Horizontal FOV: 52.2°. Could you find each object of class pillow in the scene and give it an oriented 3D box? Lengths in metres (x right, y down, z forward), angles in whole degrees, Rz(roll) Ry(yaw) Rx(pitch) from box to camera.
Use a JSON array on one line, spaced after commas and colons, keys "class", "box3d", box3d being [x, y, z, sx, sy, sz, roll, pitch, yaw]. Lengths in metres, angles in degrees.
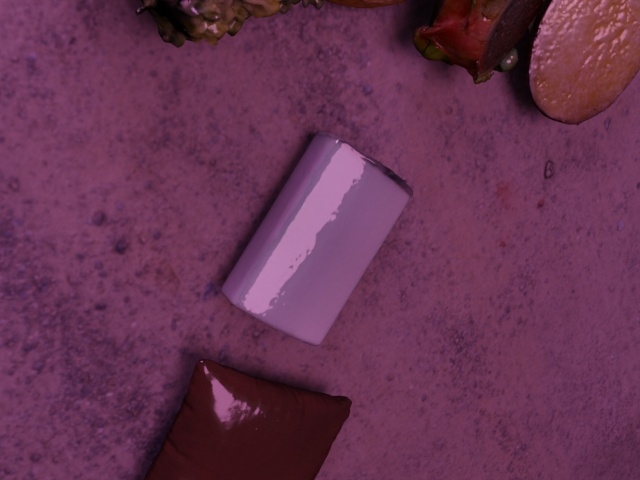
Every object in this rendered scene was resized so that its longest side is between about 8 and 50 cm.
[{"class": "pillow", "box3d": [-0.129, 0.354, 1.036, 0.305, 0.108, 0.307, 24, 94, -34]}]

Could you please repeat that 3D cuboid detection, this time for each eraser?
[{"class": "eraser", "box3d": [0.000, 0.000, 0.991, 0.189, 0.104, 0.290, 33, 89, -40]}]

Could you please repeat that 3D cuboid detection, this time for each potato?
[{"class": "potato", "box3d": [0.448, -0.360, 1.132, 0.239, 0.116, 0.299, 10, 113, -28]}]

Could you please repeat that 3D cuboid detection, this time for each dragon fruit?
[{"class": "dragon fruit", "box3d": [0.261, -0.362, 0.961, 0.268, 0.130, 0.295, -46, 163, -18]}]

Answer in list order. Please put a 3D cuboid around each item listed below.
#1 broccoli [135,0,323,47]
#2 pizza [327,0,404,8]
[{"class": "broccoli", "box3d": [-0.086, -0.342, 0.679, 0.348, 0.281, 0.293, 18, 97, -19]}, {"class": "pizza", "box3d": [0.098, -0.445, 0.897, 0.336, 0.086, 0.226, -28, 123, -20]}]
